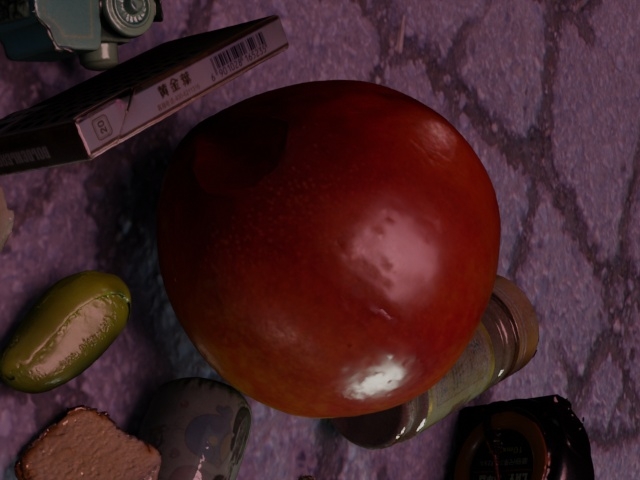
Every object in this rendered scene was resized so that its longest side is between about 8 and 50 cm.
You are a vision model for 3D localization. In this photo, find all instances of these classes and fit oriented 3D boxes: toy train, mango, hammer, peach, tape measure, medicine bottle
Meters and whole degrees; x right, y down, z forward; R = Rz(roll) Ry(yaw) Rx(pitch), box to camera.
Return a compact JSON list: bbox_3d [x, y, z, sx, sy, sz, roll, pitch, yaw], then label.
[{"bbox_3d":[-0.262,-0.278,1.386,0.163,0.112,0.203,-5,89,-44],"label":"toy train"},{"bbox_3d":[-0.263,0.092,1.364,0.165,0.074,0.091,-38,119,-33],"label":"mango"},{"bbox_3d":[-0.096,0.308,1.514,0.335,0.119,0.206,50,51,-43],"label":"hammer"},{"bbox_3d":[0.000,0.000,1.469,0.388,0.388,0.388,9,79,-49],"label":"peach"},{"bbox_3d":[0.281,0.327,1.880,0.135,0.202,0.223,33,56,-39],"label":"tape measure"},{"bbox_3d":[0.146,0.156,1.778,0.322,0.151,0.151,-22,102,-49],"label":"medicine bottle"}]

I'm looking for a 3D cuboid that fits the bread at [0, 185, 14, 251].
[{"bbox_3d":[-0.408,-0.105,1.191,0.183,0.102,0.337,-38,113,-46],"label":"bread"}]

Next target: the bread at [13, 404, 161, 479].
[{"bbox_3d":[-0.232,0.234,1.358,0.126,0.129,0.044,-50,159,-42],"label":"bread"}]

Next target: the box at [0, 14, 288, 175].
[{"bbox_3d":[-0.195,-0.152,1.389,0.325,0.180,0.047,-36,114,-46],"label":"box"}]

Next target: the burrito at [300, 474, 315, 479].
[{"bbox_3d":[0.022,0.353,1.690,0.149,0.041,0.055,45,40,-33],"label":"burrito"}]
